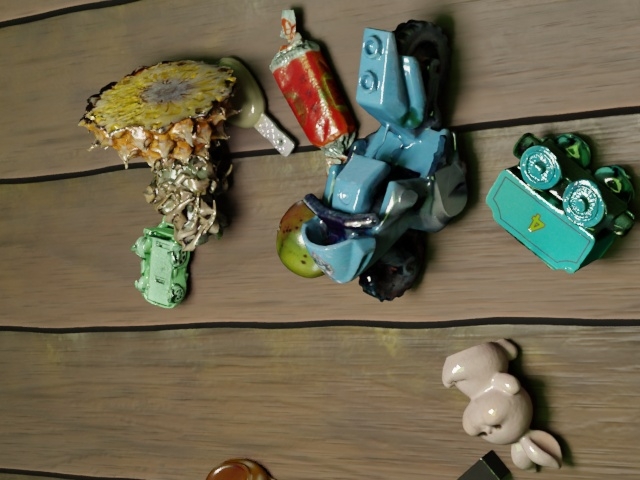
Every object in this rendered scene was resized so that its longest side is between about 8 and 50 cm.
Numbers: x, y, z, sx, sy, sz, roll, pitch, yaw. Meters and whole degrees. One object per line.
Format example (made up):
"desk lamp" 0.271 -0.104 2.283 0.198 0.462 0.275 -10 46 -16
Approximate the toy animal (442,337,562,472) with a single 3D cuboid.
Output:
"toy animal" 0.259 0.250 1.795 0.124 0.124 0.213 -37 75 33

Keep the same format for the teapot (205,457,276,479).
"teapot" -0.135 0.421 2.116 0.129 0.078 0.098 -11 53 22

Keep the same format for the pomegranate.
"pomegranate" -0.007 -0.004 1.930 0.130 0.130 0.130 7 103 32

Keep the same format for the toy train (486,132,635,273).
"toy train" 0.328 -0.051 1.703 0.198 0.107 0.154 43 126 20

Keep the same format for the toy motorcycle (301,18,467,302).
"toy motorcycle" 0.086 -0.103 1.771 0.172 0.232 0.416 22 110 41

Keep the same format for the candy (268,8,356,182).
"candy" -0.010 -0.218 1.918 0.086 0.059 0.292 -28 84 33

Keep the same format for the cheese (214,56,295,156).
"cheese" -0.110 -0.205 1.998 0.192 0.037 0.097 46 121 19

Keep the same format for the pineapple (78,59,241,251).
"pineapple" -0.225 -0.114 1.981 0.262 0.262 0.272 9 128 32

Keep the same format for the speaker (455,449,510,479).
"speaker" 0.206 0.395 1.901 0.046 0.040 0.191 50 121 15

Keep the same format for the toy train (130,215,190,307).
"toy train" -0.260 0.036 2.124 0.099 0.081 0.149 13 111 31
